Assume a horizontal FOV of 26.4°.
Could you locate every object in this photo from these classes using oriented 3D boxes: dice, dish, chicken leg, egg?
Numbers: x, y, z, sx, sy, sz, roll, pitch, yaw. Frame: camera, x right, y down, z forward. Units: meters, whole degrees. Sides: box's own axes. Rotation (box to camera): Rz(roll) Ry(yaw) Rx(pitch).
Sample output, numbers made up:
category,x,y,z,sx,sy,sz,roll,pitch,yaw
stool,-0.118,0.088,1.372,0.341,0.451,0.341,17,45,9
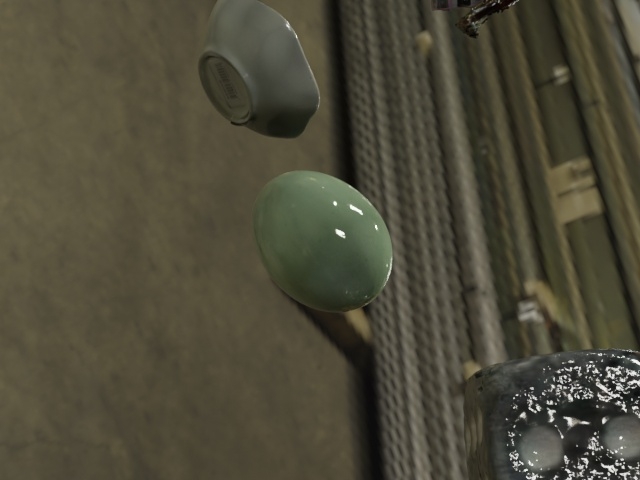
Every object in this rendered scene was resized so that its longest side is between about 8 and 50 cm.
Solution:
category,x,y,z,sx,sy,sz,roll,pitch,yaw
dice,0.235,0.205,1.301,0.182,0.183,0.181,96,-12,-73
dish,-0.089,-0.187,1.556,0.066,0.191,0.190,-35,104,-30
chicken leg,0.296,-0.434,2.268,0.051,0.106,0.253,114,-5,-62
egg,0.000,0.000,1.635,0.192,0.149,0.149,43,18,12

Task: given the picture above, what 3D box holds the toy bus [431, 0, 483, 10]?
category,x,y,z,sx,sy,sz,roll,pitch,yaw
toy bus,0.249,-0.416,2.342,0.131,0.052,0.037,-13,106,-39
